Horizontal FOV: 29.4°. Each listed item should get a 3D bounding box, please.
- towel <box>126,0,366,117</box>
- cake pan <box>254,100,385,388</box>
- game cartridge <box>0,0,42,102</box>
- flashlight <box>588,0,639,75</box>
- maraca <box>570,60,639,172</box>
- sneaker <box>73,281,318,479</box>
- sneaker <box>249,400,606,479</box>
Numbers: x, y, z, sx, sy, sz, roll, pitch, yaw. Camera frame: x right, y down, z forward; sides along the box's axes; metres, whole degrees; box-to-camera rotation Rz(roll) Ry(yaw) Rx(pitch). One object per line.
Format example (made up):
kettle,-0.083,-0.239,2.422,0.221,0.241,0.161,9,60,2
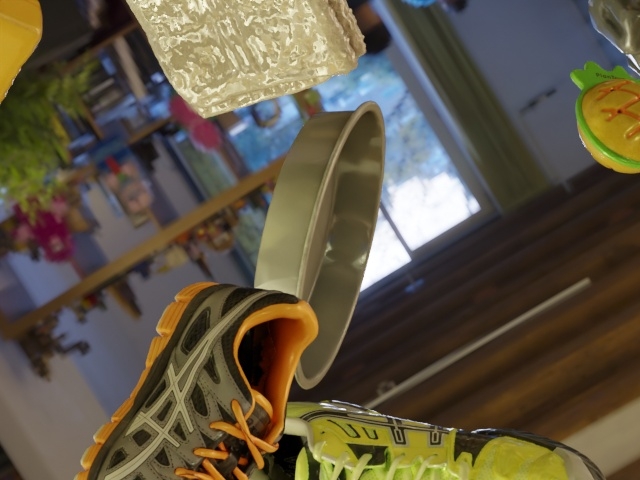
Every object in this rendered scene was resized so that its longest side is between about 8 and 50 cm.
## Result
towel,-0.091,-0.245,1.030,0.187,0.282,0.049,-12,-153,30
cake pan,0.000,0.000,1.216,0.054,0.293,0.293,13,-163,13
game cartridge,-0.366,-0.069,0.734,0.323,0.285,0.052,-51,-144,28
flashlight,0.144,-0.139,0.569,0.103,0.103,0.304,-52,-167,21
maraca,0.376,-0.158,1.526,0.127,0.185,0.099,9,138,-17
sneaker,-0.064,0.109,0.652,0.083,0.084,0.215,-8,-129,35
sneaker,0.064,0.219,1.022,0.385,0.145,0.147,0,175,44
